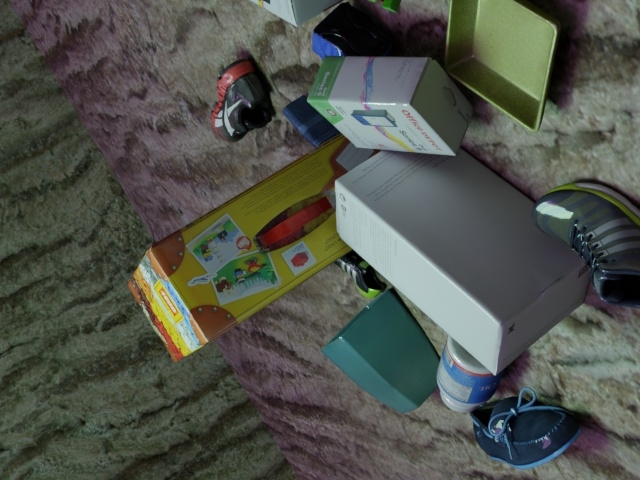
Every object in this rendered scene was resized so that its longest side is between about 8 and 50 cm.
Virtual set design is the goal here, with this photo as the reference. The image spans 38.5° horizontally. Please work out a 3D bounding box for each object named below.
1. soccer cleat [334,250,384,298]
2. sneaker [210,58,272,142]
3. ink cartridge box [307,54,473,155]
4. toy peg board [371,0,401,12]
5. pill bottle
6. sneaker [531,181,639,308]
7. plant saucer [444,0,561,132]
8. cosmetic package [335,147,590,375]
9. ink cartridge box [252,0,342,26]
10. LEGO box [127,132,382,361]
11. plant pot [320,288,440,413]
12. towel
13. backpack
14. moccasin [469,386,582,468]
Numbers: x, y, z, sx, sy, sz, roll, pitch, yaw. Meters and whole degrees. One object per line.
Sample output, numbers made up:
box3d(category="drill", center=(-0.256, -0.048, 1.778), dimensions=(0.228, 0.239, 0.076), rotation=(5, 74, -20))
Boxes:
box3d(category="soccer cleat", center=(0.077, 0.052, 2.063), dimensions=(0.179, 0.060, 0.072), rotation=(50, 148, 0))
box3d(category="sneaker", center=(-0.177, -0.283, 2.068), dimensions=(0.135, 0.097, 0.276), rotation=(53, 156, 14))
box3d(category="ink cartridge box", center=(0.111, -0.215, 1.447), dimensions=(0.212, 0.093, 0.154), rotation=(9, 161, 40))
box3d(category="toy peg board", center=(0.047, -0.406, 1.351), dimensions=(0.161, 0.079, 0.160), rotation=(16, -169, -43))
box3d(category="pill bottle", center=(0.293, 0.249, 1.786), dimensions=(0.124, 0.124, 0.221), rotation=(46, 156, 24))
box3d(category="sneaker", center=(0.399, 0.015, 1.254), dimensions=(0.300, 0.121, 0.111), rotation=(33, 147, 45))
box3d(category="plant saucer", center=(0.257, -0.271, 1.265), dimensions=(0.188, 0.045, 0.188), rotation=(43, 154, 31))
box3d(category="cosmetic package", center=(0.224, 0.003, 1.483), dimensions=(0.385, 0.217, 0.156), rotation=(45, 157, 31))
box3d(category="ink cartridge box", center=(-0.049, -0.447, 1.549), dimensions=(0.175, 0.127, 0.072), rotation=(39, 154, 39))
box3d(category="LEGO box", center=(-0.094, 0.005, 1.758), dimensions=(0.193, 0.500, 0.372), rotation=(57, 159, 1))
box3d(category="plant pot", center=(0.153, 0.264, 2.054), dimensions=(0.234, 0.165, 0.166), rotation=(47, 157, 2))
box3d(category="towel", center=(-0.018, -0.236, 1.848), dimensions=(0.119, 0.067, 0.029), rotation=(49, 155, 18))
box3d(category="backpack", center=(0.060, -0.324, 1.539), dimensions=(0.120, 0.098, 0.101), rotation=(36, 161, 16))
box3d(category="moccasin", center=(0.368, 0.363, 1.766), dimensions=(0.117, 0.137, 0.342), rotation=(55, 157, 1))
